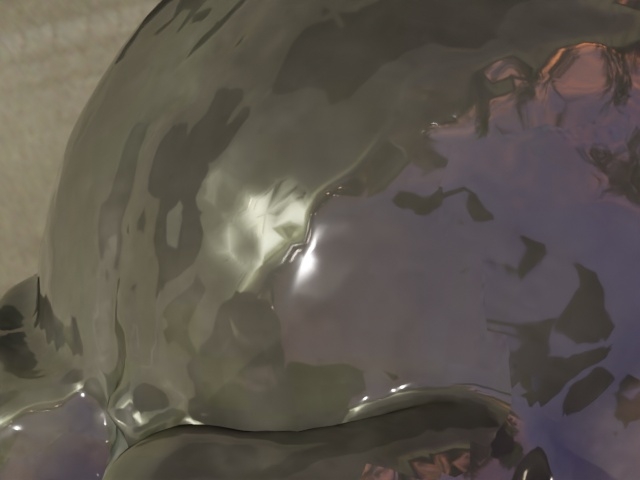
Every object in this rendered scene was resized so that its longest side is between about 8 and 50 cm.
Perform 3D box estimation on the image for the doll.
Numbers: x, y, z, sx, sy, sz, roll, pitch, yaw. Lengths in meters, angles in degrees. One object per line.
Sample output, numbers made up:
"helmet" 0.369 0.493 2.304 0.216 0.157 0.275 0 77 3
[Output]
"doll" 0.015 -0.073 0.486 0.382 0.252 0.378 -38 100 -29
